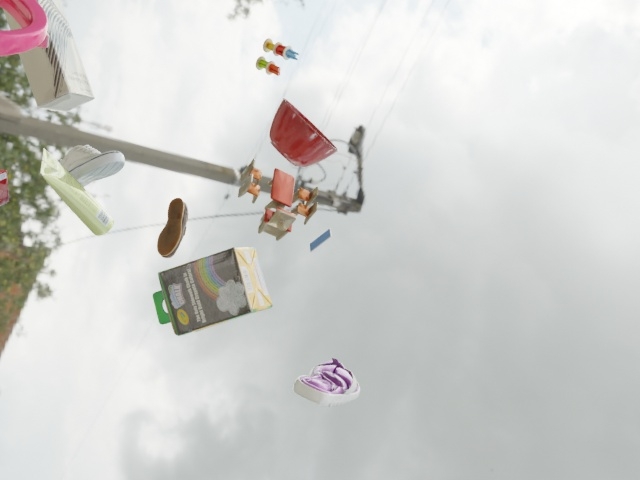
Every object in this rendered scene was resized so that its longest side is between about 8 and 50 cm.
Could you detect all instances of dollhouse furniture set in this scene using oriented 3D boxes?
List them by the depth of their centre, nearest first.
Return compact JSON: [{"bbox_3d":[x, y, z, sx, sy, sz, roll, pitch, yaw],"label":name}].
[{"bbox_3d":[-0.131,-0.139,2.241,0.135,0.262,0.259,-47,-151,42],"label":"dollhouse furniture set"}]

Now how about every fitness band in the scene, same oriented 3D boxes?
[{"bbox_3d":[-0.572,-0.382,1.098,0.291,0.209,0.054,46,-54,32],"label":"fitness band"}]

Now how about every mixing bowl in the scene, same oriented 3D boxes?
[{"bbox_3d":[-0.054,-0.238,1.570,0.098,0.181,0.181,-47,-135,9],"label":"mixing bowl"}]

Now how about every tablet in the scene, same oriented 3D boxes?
[{"bbox_3d":[0.000,0.000,2.056,0.083,0.006,0.054,-37,-155,15],"label":"tablet"}]

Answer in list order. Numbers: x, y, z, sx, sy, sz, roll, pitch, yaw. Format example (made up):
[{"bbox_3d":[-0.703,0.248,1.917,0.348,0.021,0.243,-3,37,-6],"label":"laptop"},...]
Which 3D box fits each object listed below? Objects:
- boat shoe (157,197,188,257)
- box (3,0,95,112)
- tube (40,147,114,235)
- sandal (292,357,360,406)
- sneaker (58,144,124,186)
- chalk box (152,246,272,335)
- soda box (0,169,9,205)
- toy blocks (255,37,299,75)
[{"bbox_3d":[-0.456,-0.031,2.108,0.073,0.073,0.207,6,-118,12],"label":"boat shoe"},{"bbox_3d":[-0.625,-0.441,1.531,0.094,0.113,0.275,-20,-89,14],"label":"box"},{"bbox_3d":[-0.578,-0.107,1.569,0.070,0.240,0.062,19,-117,35],"label":"tube"},{"bbox_3d":[0.041,0.409,1.995,0.169,0.416,0.102,25,-86,11],"label":"sandal"},{"bbox_3d":[-0.577,-0.192,1.640,0.258,0.094,0.091,-13,-93,37],"label":"sneaker"},{"bbox_3d":[-0.226,0.106,1.322,0.213,0.132,0.132,-18,-95,13],"label":"chalk box"},{"bbox_3d":[-0.809,-0.094,1.487,0.263,0.092,0.084,-69,166,-69],"label":"soda box"},{"bbox_3d":[-0.151,-0.646,2.396,0.148,0.054,0.123,29,-78,30],"label":"toy blocks"}]
